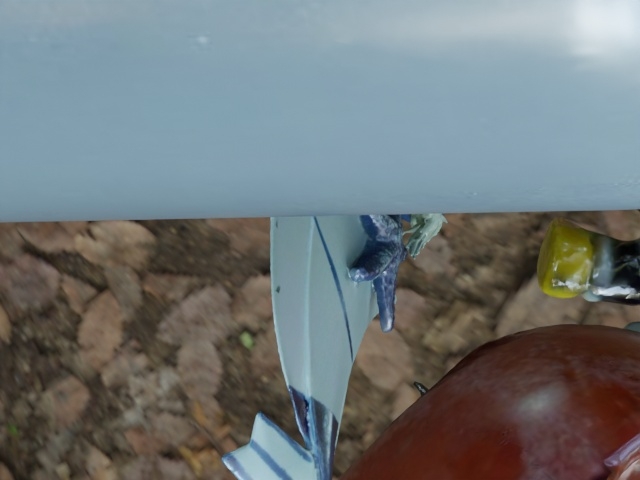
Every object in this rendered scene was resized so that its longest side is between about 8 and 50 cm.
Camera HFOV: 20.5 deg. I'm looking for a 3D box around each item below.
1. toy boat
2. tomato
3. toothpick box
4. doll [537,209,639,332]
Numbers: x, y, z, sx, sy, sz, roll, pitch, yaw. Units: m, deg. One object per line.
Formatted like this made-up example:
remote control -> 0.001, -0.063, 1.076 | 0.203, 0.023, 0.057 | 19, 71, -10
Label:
toy boat -> 0.016, -0.002, 0.948 | 0.210, 0.070, 0.291 | 8, 81, -59
tomato -> 0.063, 0.116, 0.611 | 0.228, 0.101, 0.228 | -32, 141, -30
toothpick box -> -0.007, -0.120, 0.442 | 0.355, 0.263, 0.263 | 0, 105, 19
doll -> 0.254, 0.029, 0.784 | 0.316, 0.103, 0.145 | 15, 84, 9
